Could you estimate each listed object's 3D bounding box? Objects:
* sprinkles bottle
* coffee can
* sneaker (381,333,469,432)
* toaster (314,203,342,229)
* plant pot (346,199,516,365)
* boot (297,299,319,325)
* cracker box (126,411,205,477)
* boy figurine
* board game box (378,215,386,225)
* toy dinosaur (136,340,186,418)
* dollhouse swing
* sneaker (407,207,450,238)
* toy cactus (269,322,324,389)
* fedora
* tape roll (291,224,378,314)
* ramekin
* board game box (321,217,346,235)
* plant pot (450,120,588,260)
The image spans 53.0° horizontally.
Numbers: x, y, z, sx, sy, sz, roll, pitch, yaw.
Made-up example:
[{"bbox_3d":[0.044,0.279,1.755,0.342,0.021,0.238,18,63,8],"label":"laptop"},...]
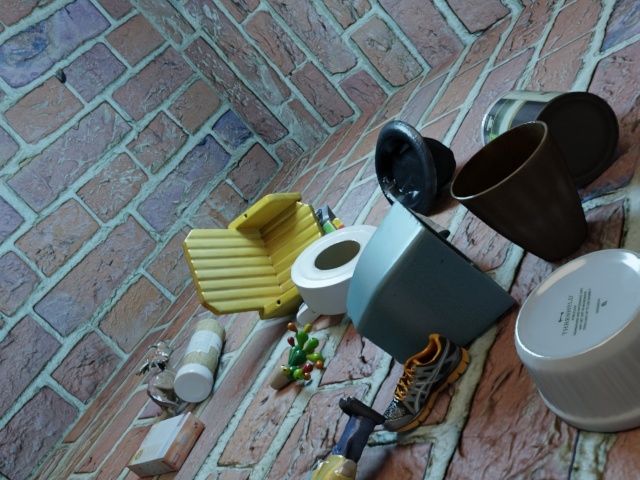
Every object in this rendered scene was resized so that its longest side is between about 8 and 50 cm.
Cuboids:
[{"bbox_3d":[-0.404,0.399,2.184,0.121,0.121,0.355,-39,17,14],"label":"sprinkles bottle"},{"bbox_3d":[0.517,-0.244,1.480,0.201,0.201,0.275,-42,16,4],"label":"coffee can"},{"bbox_3d":[0.182,0.266,1.207,0.215,0.083,0.084,-48,19,-10],"label":"sneaker"},{"bbox_3d":[0.000,0.000,2.164,0.168,0.185,0.110,-31,21,14],"label":"toaster"},{"bbox_3d":[0.191,0.107,1.327,0.252,0.248,0.247,-50,15,9],"label":"plant pot"},{"bbox_3d":[0.003,0.167,1.895,0.190,0.069,0.086,-38,23,21],"label":"boot"},{"bbox_3d":[-0.457,0.605,1.892,0.232,0.067,0.155,-29,22,43],"label":"cracker box"},{"bbox_3d":[0.013,0.427,1.152,0.285,0.092,0.177,-58,4,-18],"label":"boy figurine"},{"bbox_3d":[0.240,-0.025,1.778,0.043,0.092,0.181,-46,16,-13],"label":"board game box"},{"bbox_3d":[-0.530,0.478,2.143,0.127,0.200,0.295,-42,17,5],"label":"toy dinosaur"},{"bbox_3d":[-0.192,0.038,1.984,0.315,0.305,0.346,-35,63,28],"label":"dollhouse swing"},{"bbox_3d":[0.235,-0.009,1.585,0.111,0.129,0.297,-43,-11,-12],"label":"sneaker"},{"bbox_3d":[-0.075,0.318,1.680,0.180,0.112,0.219,-49,23,16],"label":"toy cactus"},{"bbox_3d":[0.300,-0.226,1.946,0.153,0.333,0.334,-17,7,-21],"label":"fedora"},{"bbox_3d":[0.065,0.077,1.779,0.286,0.100,0.286,-21,27,11],"label":"tape roll"},{"bbox_3d":[0.409,0.129,0.929,0.273,0.127,0.273,-39,17,14],"label":"ramekin"},{"bbox_3d":[-0.003,0.054,2.064,0.259,0.124,0.039,-47,-30,14],"label":"board game box"},{"bbox_3d":[0.411,-0.075,1.252,0.215,0.230,0.215,-40,16,14],"label":"plant pot"}]
